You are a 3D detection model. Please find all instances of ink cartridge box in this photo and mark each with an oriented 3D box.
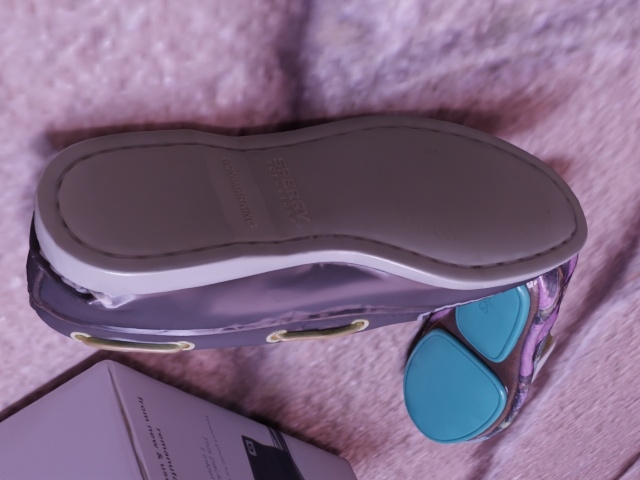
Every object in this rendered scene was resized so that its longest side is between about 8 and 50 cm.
[{"bbox_3d":[-0.108,0.209,0.586,0.223,0.129,0.307,-32,149,11],"label":"ink cartridge box"}]

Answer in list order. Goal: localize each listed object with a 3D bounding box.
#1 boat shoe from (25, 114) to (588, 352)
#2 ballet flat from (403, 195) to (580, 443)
[{"bbox_3d":[0.000,0.000,0.394,0.227,0.081,0.069,-1,145,-24],"label":"boat shoe"},{"bbox_3d":[0.104,0.047,0.558,0.079,0.077,0.221,-34,155,-25],"label":"ballet flat"}]
